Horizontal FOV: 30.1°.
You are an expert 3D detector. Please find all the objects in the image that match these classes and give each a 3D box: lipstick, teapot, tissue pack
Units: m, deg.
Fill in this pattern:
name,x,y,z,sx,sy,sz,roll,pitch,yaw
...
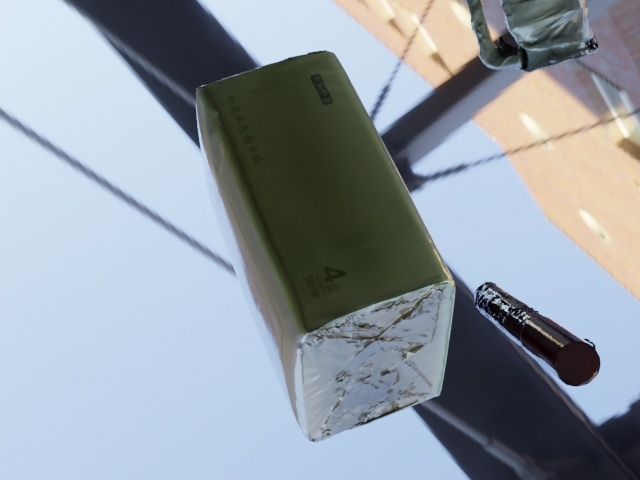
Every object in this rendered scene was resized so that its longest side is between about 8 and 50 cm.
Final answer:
name,x,y,z,sx,sy,sz,roll,pitch,yaw
lipstick,0.122,0.052,0.712,0.027,0.027,0.176,-41,-167,-1
teapot,0.175,-0.248,1.072,0.107,0.200,0.077,-15,-175,16
tissue pack,0.000,0.000,0.868,0.125,0.159,0.234,-17,-125,-12
